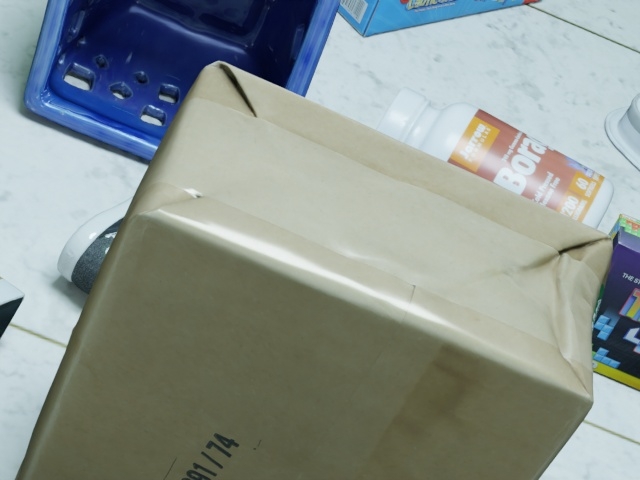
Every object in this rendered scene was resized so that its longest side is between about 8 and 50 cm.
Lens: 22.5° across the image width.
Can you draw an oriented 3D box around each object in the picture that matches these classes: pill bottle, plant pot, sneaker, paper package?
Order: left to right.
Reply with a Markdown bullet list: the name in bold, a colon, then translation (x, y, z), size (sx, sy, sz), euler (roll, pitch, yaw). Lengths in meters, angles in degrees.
- **sneaker**: translation (-0.103, 0.004, 1.325), size (0.121, 0.079, 0.217), euler (40, 49, 12)
- **plant pot**: translation (-0.112, -0.217, 1.450), size (0.236, 0.236, 0.212), euler (20, 32, -6)
- **paper package**: translation (-0.011, 0.095, 1.067), size (0.309, 0.325, 0.168), euler (23, 39, -4)
- **pill bottle**: translation (0.150, -0.051, 1.480), size (0.216, 0.121, 0.121), euler (29, 39, 5)

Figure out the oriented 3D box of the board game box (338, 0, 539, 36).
- **board game box**: translation (0.077, -0.379, 1.842), size (0.302, 0.086, 0.308), euler (-18, 55, -40)

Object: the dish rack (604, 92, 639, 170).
- **dish rack**: translation (0.503, -0.093, 1.762), size (0.333, 0.072, 0.285), euler (-16, 55, -39)

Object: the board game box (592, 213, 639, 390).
- **board game box**: translation (0.308, 0.071, 1.411), size (0.170, 0.141, 0.048), euler (23, 39, -2)

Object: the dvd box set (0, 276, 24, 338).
- **dvd box set**: translation (-0.438, -0.030, 1.083), size (0.420, 0.062, 0.307), euler (34, 16, 7)
